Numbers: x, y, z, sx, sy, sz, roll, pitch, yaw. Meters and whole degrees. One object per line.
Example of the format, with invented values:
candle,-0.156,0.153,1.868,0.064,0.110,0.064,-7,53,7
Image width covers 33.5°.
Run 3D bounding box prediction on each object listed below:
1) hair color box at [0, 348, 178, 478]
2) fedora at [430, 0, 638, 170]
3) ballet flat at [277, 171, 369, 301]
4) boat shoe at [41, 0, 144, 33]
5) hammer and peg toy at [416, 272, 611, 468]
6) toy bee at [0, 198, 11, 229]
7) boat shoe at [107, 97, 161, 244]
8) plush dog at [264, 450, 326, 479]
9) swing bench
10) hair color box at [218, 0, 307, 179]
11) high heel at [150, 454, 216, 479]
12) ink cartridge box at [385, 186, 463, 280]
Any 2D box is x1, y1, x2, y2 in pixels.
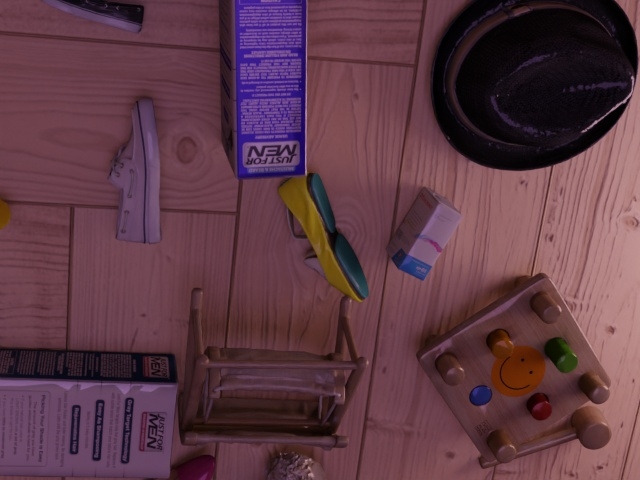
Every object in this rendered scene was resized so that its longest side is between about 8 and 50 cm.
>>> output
hair color box,-0.403,0.268,1.656,0.347,0.105,0.174,4,110,-11
fedora,0.337,-0.231,1.577,0.334,0.152,0.334,-4,112,-9
ballet flat,0.000,0.000,1.654,0.077,0.077,0.231,-17,112,20
boat shoe,-0.314,-0.327,1.480,0.142,0.049,0.040,14,102,-22
hammer and peg toy,0.345,0.259,1.778,0.266,0.127,0.361,-32,113,3
toy bee,-0.528,-0.072,1.498,0.195,0.162,0.298,26,129,-27
boat shoe,-0.273,-0.095,1.553,0.075,0.083,0.226,-3,112,-10
plush dog,-0.068,0.518,1.787,0.225,0.211,0.262,-24,114,28
swing bench,-0.081,0.223,1.637,0.253,0.165,0.255,2,127,-12
hair color box,-0.081,-0.272,1.466,0.110,0.185,0.339,-2,111,-11
high heel,-0.288,0.412,1.747,0.244,0.082,0.117,-37,123,19
ink cartridge box,0.162,-0.012,1.662,0.052,0.088,0.122,25,104,-18
